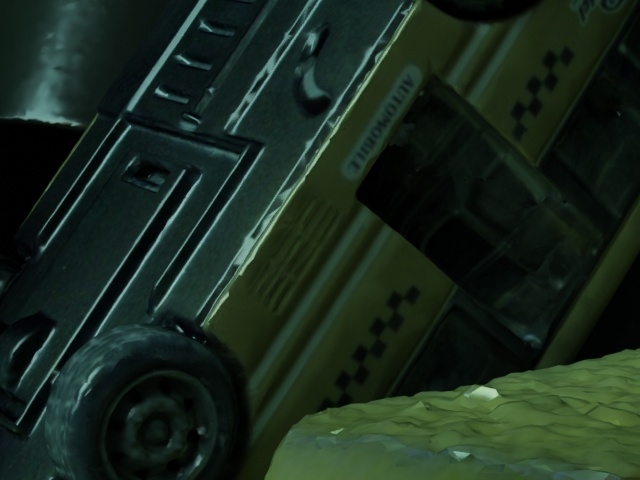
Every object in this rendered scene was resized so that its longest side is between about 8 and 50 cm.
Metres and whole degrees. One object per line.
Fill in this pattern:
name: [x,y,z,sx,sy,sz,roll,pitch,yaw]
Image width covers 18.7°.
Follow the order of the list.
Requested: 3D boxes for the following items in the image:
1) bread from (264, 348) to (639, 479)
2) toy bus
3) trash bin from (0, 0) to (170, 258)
bread: [0.124,0.201,0.566,0.346,0.242,0.405,21,102,47]
toy bus: [0.000,0.000,0.728,0.365,0.202,0.177,-57,33,-9]
trash bin: [-0.066,-0.141,0.936,0.214,0.214,0.334,-10,50,37]
